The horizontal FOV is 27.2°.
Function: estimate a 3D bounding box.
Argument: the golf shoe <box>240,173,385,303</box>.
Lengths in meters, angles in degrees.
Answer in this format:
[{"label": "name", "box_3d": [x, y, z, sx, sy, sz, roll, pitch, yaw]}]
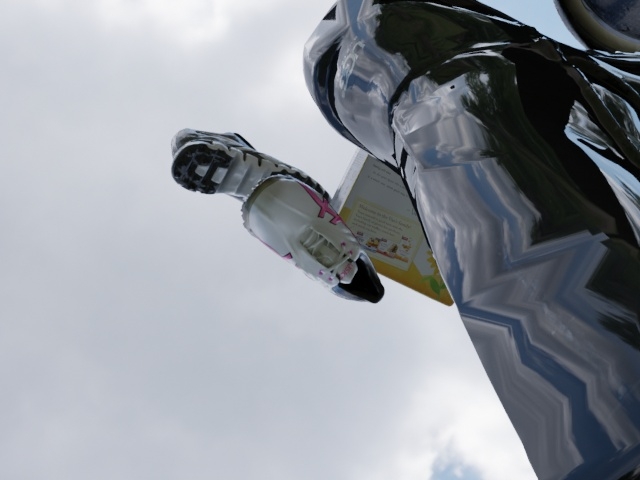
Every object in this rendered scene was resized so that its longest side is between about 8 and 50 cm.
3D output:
[{"label": "golf shoe", "box_3d": [0.000, 0.000, 1.202, 0.086, 0.067, 0.186, 35, 178, 39]}]

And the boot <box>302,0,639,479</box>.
[{"label": "boot", "box_3d": [0.202, 0.025, 0.649, 0.366, 0.146, 0.445, 14, -160, -22]}]

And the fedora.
[{"label": "fedora", "box_3d": [0.480, -0.382, 1.823, 0.334, 0.152, 0.334, 6, -107, -21]}]

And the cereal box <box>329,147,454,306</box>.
[{"label": "cereal box", "box_3d": [0.119, -0.069, 1.429, 0.173, 0.240, 0.047, 26, -178, -21]}]

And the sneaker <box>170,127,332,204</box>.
[{"label": "sneaker", "box_3d": [-0.086, -0.084, 1.629, 0.234, 0.078, 0.106, 20, -158, -30]}]
